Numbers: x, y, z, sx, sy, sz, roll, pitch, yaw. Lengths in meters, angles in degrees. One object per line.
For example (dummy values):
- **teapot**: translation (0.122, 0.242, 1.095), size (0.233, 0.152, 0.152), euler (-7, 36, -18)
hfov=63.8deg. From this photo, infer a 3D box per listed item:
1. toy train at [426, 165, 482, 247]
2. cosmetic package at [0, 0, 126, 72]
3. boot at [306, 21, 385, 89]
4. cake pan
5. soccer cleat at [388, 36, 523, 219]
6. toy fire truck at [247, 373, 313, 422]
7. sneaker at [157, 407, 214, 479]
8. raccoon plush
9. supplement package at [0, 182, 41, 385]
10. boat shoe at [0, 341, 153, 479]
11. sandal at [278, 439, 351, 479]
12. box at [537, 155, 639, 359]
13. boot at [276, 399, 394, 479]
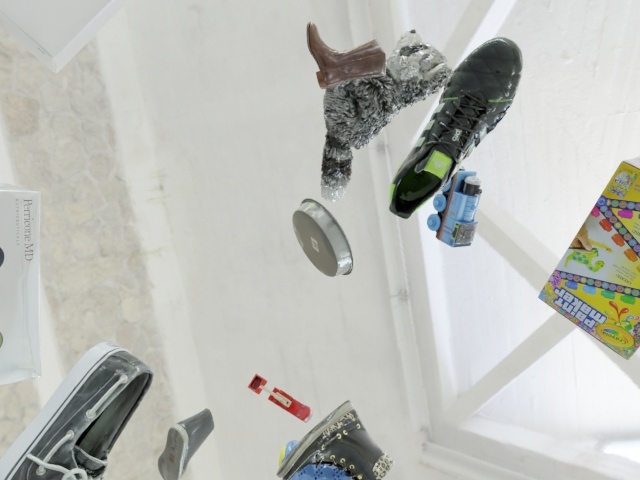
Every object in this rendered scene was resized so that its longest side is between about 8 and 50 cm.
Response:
- **toy train**: translation (0.311, -0.076, 1.169), size (0.105, 0.080, 0.184), euler (36, -58, 48)
- **cosmetic package**: translation (-0.490, -0.542, 1.075), size (0.155, 0.365, 0.197), euler (45, -14, -25)
- **boot**: translation (0.042, -0.294, 0.785), size (0.114, 0.037, 0.106), euler (-8, -68, 25)
- **cake pan**: translation (0.000, 0.000, 1.700), size (0.293, 0.054, 0.293), euler (45, -26, 30)
- **soccer cleat**: translation (0.117, -0.091, 0.457), size (0.060, 0.072, 0.179), euler (29, -53, -2)
- **toy fire truck**: translation (-0.112, 0.464, 1.501), size (0.192, 0.047, 0.135), euler (28, -17, 15)
- **sneaker**: translation (-0.346, 0.545, 1.346), size (0.083, 0.118, 0.222), euler (37, -59, 23)
- **raccoon plush**: translation (0.173, -0.308, 1.332), size (0.299, 0.216, 0.446), euler (10, -55, 11)
- **supplement package**: translation (-0.394, 0.040, 0.488), size (0.149, 0.203, 0.194), euler (11, -79, 47)
- **boat shoe**: translation (-0.332, 0.292, 0.684), size (0.105, 0.306, 0.113), euler (21, -25, 25)
- **sandal**: translation (0.037, 0.560, 1.212), size (0.317, 0.126, 0.138), euler (40, -60, -23)
- **box**: translation (0.578, 0.009, 0.897), size (0.177, 0.290, 0.279), euler (41, -51, 33)
- **boot**: translation (0.039, 0.480, 1.108), size (0.178, 0.236, 0.085), euler (48, -40, 12)
